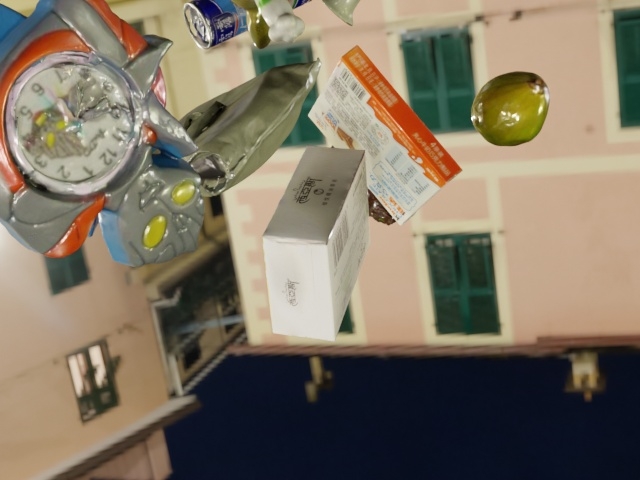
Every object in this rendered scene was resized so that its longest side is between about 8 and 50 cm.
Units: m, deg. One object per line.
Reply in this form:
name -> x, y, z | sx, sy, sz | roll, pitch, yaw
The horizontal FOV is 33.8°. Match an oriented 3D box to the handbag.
handbag -> -0.154, -0.139, 1.540 | 0.315, 0.109, 0.253 | -17, -154, 45

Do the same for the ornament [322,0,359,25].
ornament -> 0.076, -0.450, 1.805 | 0.156, 0.075, 0.081 | -48, -160, 18

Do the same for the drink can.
drink can -> -0.134, -0.446, 1.978 | 0.235, 0.097, 0.097 | -29, -156, -22

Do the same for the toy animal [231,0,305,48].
toy animal -> -0.112, -0.475, 1.730 | 0.180, 0.363, 0.181 | -38, 174, -12

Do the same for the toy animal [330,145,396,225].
toy animal -> 0.089, -0.109, 2.087 | 0.179, 0.116, 0.218 | 35, -131, 21

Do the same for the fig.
fig -> 0.358, -0.248, 1.975 | 0.136, 0.153, 0.121 | 32, -172, -4

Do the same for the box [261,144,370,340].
box -> 0.000, 0.000, 1.657 | 0.111, 0.194, 0.260 | 5, -143, 12

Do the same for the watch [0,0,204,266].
watch -> -0.261, -0.105, 1.094 | 0.274, 0.305, 0.241 | 18, -114, 52

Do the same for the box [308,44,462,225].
box -> 0.104, -0.173, 1.826 | 0.048, 0.273, 0.265 | -39, 178, -20
